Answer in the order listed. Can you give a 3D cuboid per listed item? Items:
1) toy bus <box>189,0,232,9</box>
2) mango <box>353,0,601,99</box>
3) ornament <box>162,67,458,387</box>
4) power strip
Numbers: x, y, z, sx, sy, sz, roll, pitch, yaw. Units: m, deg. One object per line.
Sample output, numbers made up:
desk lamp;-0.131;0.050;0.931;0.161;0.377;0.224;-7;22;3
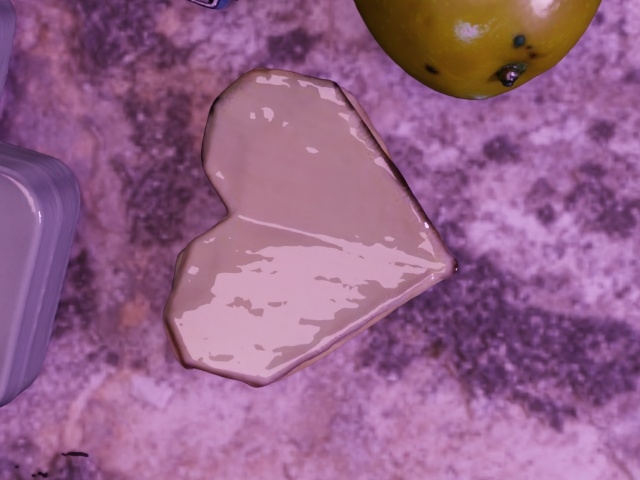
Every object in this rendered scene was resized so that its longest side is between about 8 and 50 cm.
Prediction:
toy bus;-0.062;-0.209;1.258;0.060;0.075;0.123;25;90;9
mango;0.099;-0.230;1.213;0.175;0.143;0.293;-3;75;13
ornament;0.000;0.000;1.249;0.180;0.059;0.201;14;91;7
power strip;-0.268;-0.043;1.264;0.229;0.141;0.261;16;102;9
